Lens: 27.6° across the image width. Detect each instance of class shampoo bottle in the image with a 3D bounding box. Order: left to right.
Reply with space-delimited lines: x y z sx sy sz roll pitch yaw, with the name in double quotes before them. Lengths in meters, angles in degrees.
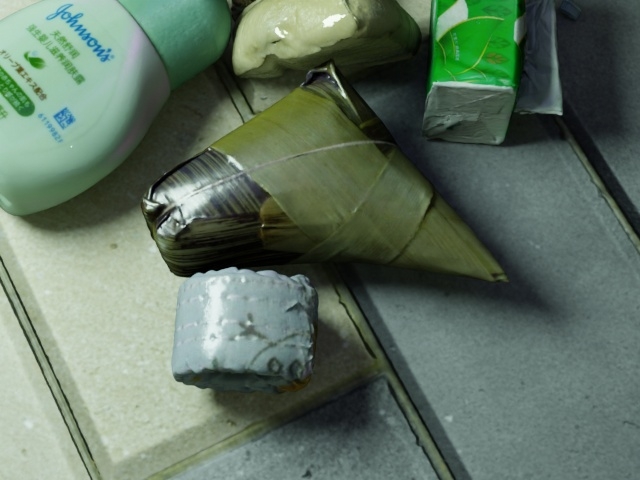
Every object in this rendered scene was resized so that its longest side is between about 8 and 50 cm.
"shampoo bottle" -0.254 -0.192 1.465 0.349 0.151 0.222 -37 68 -17

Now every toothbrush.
"toothbrush" 0.244 -0.326 1.586 0.193 0.013 0.019 31 77 -20

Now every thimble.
"thimble" -0.078 0.095 1.374 0.151 0.127 0.118 6 70 -12

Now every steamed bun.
"steamed bun" -0.009 -0.250 1.482 0.212 0.231 0.110 -8 88 17

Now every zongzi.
"zongzi" 0.000 0.000 1.396 0.289 0.154 0.317 -36 68 -16

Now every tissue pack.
"tissue pack" 0.201 -0.233 1.514 0.156 0.148 0.209 5 68 -1

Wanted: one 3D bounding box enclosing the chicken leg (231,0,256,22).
"chicken leg" -0.029 -0.321 1.578 0.196 0.080 0.125 -3 79 -13
